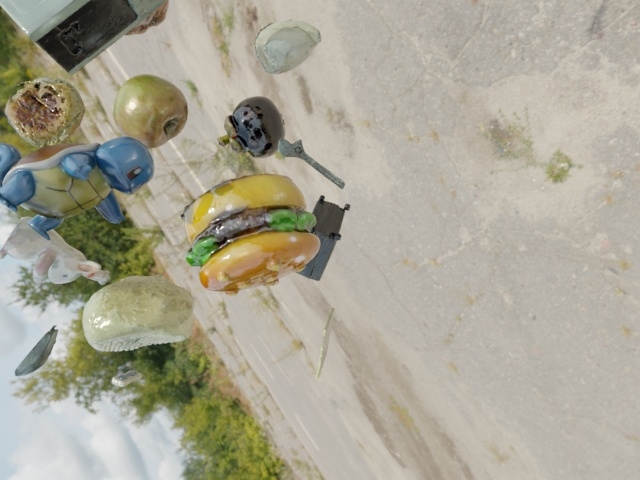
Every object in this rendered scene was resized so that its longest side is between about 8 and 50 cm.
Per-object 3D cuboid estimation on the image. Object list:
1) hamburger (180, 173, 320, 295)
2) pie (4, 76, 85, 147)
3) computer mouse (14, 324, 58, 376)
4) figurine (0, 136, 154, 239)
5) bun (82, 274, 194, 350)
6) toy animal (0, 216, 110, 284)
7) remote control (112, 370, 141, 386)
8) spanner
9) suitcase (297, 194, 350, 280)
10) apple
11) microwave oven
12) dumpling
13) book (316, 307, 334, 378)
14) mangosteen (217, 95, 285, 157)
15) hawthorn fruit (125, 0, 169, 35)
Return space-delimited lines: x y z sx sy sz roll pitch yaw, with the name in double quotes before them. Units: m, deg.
"hamburger" -0.187 0.000 1.274 0.395 0.396 0.277 128 124 -66
"pie" -1.076 -0.515 1.663 0.308 0.308 0.085 57 167 5
"computer mouse" -1.121 0.451 1.702 0.068 0.228 0.113 38 156 -15
"figurine" -0.629 -0.133 1.042 0.297 0.417 0.242 99 165 -60
"bun" -0.587 0.232 1.387 0.349 0.353 0.227 -27 67 44
"toy animal" -0.739 0.065 1.181 0.282 0.138 0.141 43 155 -21
"remote control" -0.860 0.613 1.882 0.075 0.122 0.032 13 96 18
"spanner" -0.027 -0.289 1.610 0.326 0.093 0.026 33 -168 -27
"suitcase" 0.000 0.000 1.897 0.152 0.229 0.335 20 137 0
"apple" -0.563 -0.427 1.404 0.194 0.260 0.261 39 155 2
"microwave oven" -0.541 -0.563 0.945 0.237 0.295 0.181 47 174 5
"dumpling" -0.118 -0.647 1.391 0.172 0.247 0.142 50 158 1
"book" 0.016 0.356 1.478 0.013 0.168 0.192 11 108 8
"mangosteen" -0.306 -0.482 1.859 0.275 0.303 0.274 159 90 -83
"hawthorn fruit" -0.630 -0.817 1.408 0.235 0.232 0.262 135 119 -67
